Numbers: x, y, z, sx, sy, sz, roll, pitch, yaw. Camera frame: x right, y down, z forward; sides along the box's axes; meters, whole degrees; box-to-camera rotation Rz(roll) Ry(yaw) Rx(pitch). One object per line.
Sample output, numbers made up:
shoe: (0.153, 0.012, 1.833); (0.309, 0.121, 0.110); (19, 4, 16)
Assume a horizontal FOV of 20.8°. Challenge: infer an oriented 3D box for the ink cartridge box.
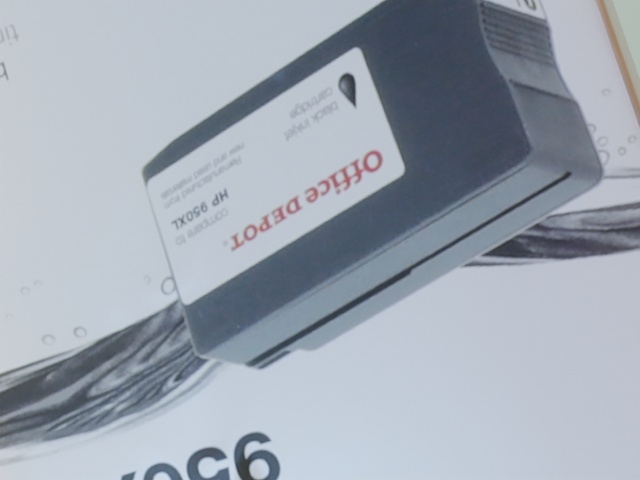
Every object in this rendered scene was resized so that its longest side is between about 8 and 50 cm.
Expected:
ink cartridge box: (0.000, 0.000, 0.712); (0.166, 0.286, 0.394); (15, -123, -77)
